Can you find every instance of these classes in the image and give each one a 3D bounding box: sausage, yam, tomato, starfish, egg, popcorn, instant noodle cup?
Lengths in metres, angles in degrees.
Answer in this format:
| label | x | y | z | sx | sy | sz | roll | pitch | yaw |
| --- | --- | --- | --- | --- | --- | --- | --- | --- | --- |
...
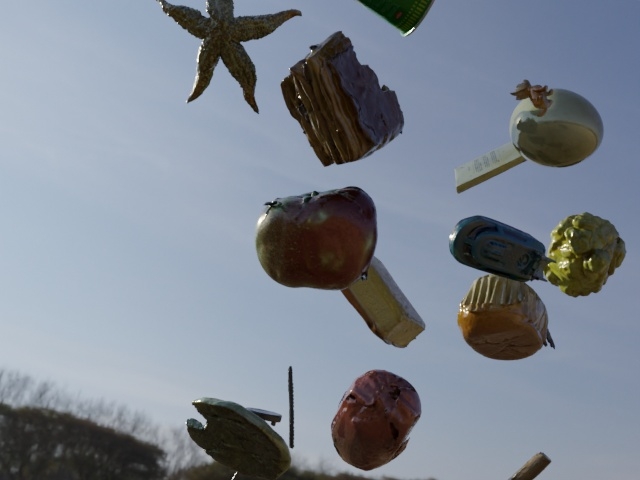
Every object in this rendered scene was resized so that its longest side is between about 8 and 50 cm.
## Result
| label | x | y | z | sx | sy | sz | roll | pitch | yaw |
| --- | --- | --- | --- | --- | --- | --- | --- | --- | --- |
| sausage | 0.102 | 0.344 | 1.304 | 0.152 | 0.152 | 0.279 | 12 | -35 | 0 |
| yam | 0.353 | 0.435 | 1.234 | 0.032 | 0.145 | 0.032 | 41 | 10 | -9 |
| tomato | 0.000 | 0.000 | 1.634 | 0.304 | 0.238 | 0.303 | -8 | 6 | 1 |
| starfish | -0.250 | -0.484 | 1.630 | 0.358 | 0.346 | 0.078 | 21 | 11 | 5 |
| egg | 0.563 | -0.266 | 1.638 | 0.189 | 0.188 | 0.254 | 22 | 8 | -23 |
| popcorn | 0.804 | 0.031 | 2.080 | 0.235 | 0.241 | 0.250 | 2 | -26 | 6 |
| instant noodle cup | 0.143 | -0.616 | 1.579 | 0.233 | 0.206 | 0.207 | 23 | -26 | -15 |

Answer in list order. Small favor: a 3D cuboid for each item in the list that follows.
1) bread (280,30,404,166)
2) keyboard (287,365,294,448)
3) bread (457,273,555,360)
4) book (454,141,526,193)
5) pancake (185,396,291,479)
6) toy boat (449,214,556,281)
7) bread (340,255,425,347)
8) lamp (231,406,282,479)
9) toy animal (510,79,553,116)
| label | x | y | z | sx | sy | sz | roll | pitch | yaw |
| --- | --- | --- | --- | --- | --- | --- | --- | --- | --- |
| bread | 0.054 | -0.352 | 1.728 | 0.192 | 0.370 | 0.314 | -18 | -73 | 31 |
| keyboard | -0.092 | 0.521 | 2.147 | 0.017 | 0.250 | 0.087 | 0 | -17 | -6 |
| bread | 0.531 | 0.241 | 2.005 | 0.236 | 0.183 | 0.388 | 0 | -28 | 34 |
| book | 0.521 | -0.237 | 1.984 | 0.290 | 0.201 | 0.026 | -26 | -74 | 19 |
| pancake | -0.173 | 0.419 | 1.444 | 0.254 | 0.037 | 0.253 | 14 | -46 | 16 |
| toy boat | 0.466 | 0.029 | 1.745 | 0.299 | 0.134 | 0.092 | 16 | 11 | -29 |
| bread | 0.195 | 0.193 | 2.346 | 0.143 | 0.333 | 0.324 | -38 | -26 | 10 |
| lamp | -0.257 | 0.643 | 2.005 | 0.109 | 0.371 | 0.130 | 33 | -7 | 8 |
| toy animal | 0.423 | -0.287 | 1.387 | 0.083 | 0.081 | 0.061 | 7 | 1 | 41 |
